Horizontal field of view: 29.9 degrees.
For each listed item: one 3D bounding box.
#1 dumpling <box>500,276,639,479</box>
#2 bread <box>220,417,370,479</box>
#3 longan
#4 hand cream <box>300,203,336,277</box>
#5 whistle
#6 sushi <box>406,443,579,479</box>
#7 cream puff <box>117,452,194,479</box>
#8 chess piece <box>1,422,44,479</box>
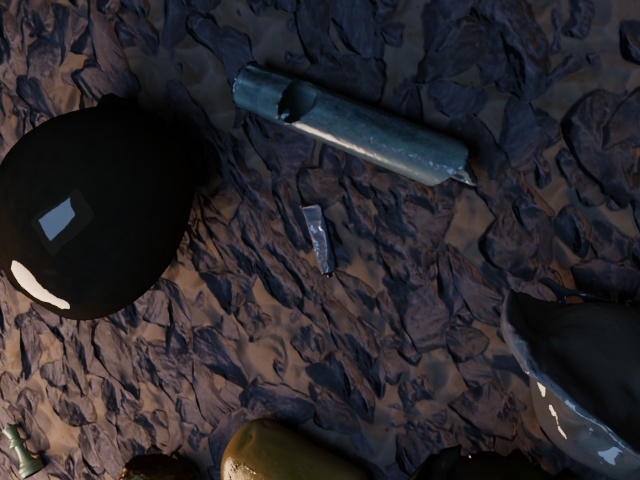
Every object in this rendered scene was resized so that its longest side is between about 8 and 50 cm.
[{"bbox_3d":[0.283,0.166,1.199,0.293,0.204,0.163,38,138,8],"label":"dumpling"},{"bbox_3d":[-0.037,0.330,1.565,0.217,0.098,0.147,20,122,30],"label":"bread"},{"bbox_3d":[-0.292,-0.050,1.517,0.300,0.243,0.300,-20,59,36],"label":"longan"},{"bbox_3d":[0.000,0.000,1.463,0.030,0.019,0.093,-11,94,40],"label":"hand cream"},{"bbox_3d":[0.037,-0.128,1.354,0.312,0.062,0.062,25,120,26],"label":"whistle"},{"bbox_3d":[0.176,0.412,1.322,0.299,0.281,0.294,44,122,23],"label":"sushi"},{"bbox_3d":[-0.241,0.358,1.712,0.122,0.116,0.094,25,109,44],"label":"cream puff"},{"bbox_3d":[-0.482,0.334,1.928,0.042,0.042,0.093,-37,78,39],"label":"chess piece"}]
